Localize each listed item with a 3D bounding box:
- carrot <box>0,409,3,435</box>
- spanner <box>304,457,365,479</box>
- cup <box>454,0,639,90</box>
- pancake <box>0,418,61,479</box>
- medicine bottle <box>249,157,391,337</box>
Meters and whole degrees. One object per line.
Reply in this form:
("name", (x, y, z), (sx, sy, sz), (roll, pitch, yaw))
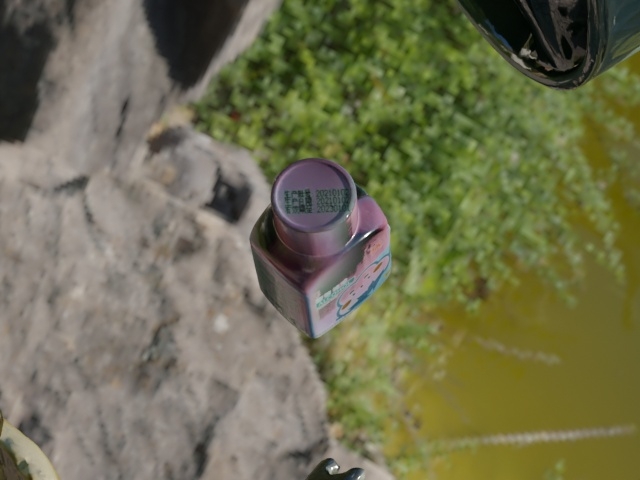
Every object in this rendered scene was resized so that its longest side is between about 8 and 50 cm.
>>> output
("carrot", (-0.382, 0.158, 1.086), (0.341, 0.241, 0.241), (3, 17, 37))
("spanner", (-0.078, 0.242, 1.385), (0.254, 0.015, 0.054), (-27, 27, -13))
("cup", (0.208, -0.310, 1.034), (0.392, 0.310, 0.401), (-27, 20, -8))
("pancake", (-0.329, 0.341, 1.710), (0.082, 0.387, 0.387), (-13, 52, -36))
("medicine bottle", (0.000, 0.000, 1.641), (0.119, 0.188, 0.094), (-40, 68, -15))
